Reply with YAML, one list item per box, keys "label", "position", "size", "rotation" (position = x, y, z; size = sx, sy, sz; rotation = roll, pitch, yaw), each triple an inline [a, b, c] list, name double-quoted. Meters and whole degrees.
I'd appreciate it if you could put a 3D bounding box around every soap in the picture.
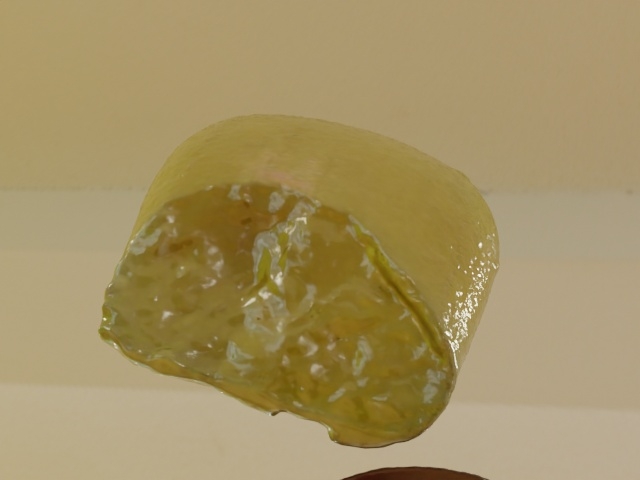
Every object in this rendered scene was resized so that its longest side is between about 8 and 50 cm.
- label: "soap"
  position: [0.000, -0.002, 1.215]
  size: [0.306, 0.427, 0.115]
  rotation: [11, -62, 4]

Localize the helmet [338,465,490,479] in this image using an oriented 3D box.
- label: "helmet"
  position: [0.076, 0.415, 1.280]
  size: [0.337, 0.385, 0.230]
  rotation: [14, -31, 3]
